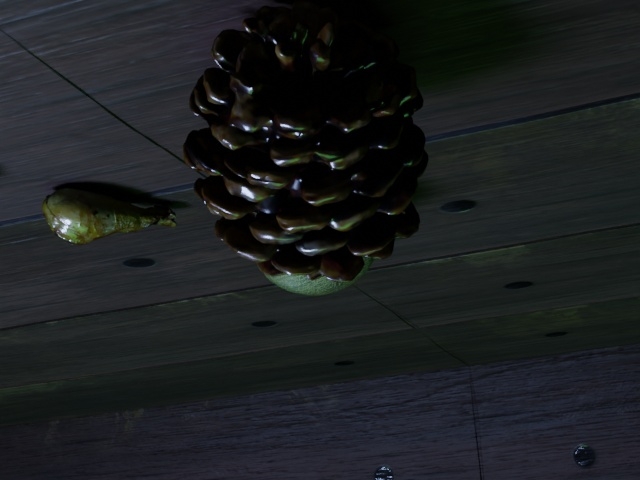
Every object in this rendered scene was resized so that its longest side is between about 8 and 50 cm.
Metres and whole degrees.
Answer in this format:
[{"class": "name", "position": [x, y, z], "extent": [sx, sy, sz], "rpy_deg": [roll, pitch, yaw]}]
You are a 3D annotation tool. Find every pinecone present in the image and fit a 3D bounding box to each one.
[{"class": "pinecone", "position": [-0.014, -0.090, 0.963], "extent": [0.224, 0.224, 0.273], "rpy_deg": [-5, 139, 3]}]

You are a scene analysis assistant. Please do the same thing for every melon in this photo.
[{"class": "melon", "position": [0.000, 0.000, 1.368], "extent": [0.139, 0.139, 0.192], "rpy_deg": [10, 158, -39]}]

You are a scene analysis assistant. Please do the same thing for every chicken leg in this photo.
[{"class": "chicken leg", "position": [-0.265, -0.030, 1.349], "extent": [0.178, 0.070, 0.093], "rpy_deg": [-4, 172, -36]}]
